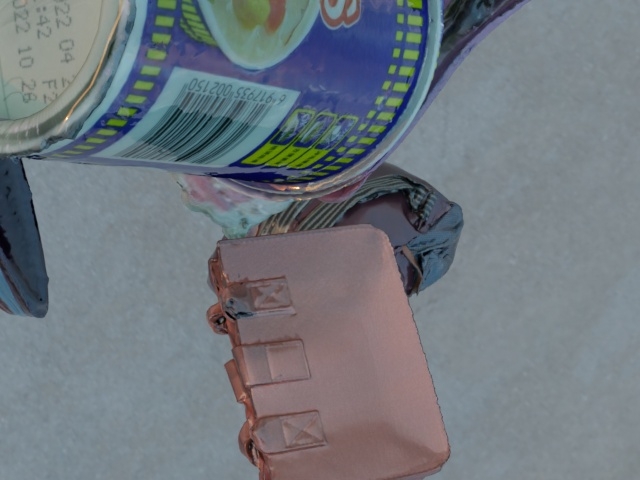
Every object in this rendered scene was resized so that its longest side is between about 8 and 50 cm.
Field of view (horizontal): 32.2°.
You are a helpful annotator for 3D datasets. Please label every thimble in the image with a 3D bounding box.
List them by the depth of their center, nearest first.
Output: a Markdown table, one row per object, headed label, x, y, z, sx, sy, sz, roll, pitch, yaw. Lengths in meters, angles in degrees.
| label | x | y | z | sx | sy | sz | roll | pitch | yaw |
| --- | --- | --- | --- | --- | --- | --- | --- | --- | --- |
| thimble | -0.081 | -0.118 | 1.102 | 0.149 | 0.211 | 0.185 | -28 | 175 | 15 |

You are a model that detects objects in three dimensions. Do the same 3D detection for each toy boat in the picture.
| label | x | y | z | sx | sy | sz | roll | pitch | yaw |
| --- | --- | --- | --- | --- | --- | --- | --- | --- | --- |
| toy boat | -0.406 | -0.054 | 1.363 | 0.136 | 0.079 | 0.392 | -38 | 134 | -37 |

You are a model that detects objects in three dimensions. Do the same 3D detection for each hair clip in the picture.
| label | x | y | z | sx | sy | sz | roll | pitch | yaw |
| --- | --- | --- | --- | --- | --- | --- | --- | --- | --- |
| hair clip | 0.091 | -0.170 | 0.913 | 0.359 | 0.110 | 0.095 | -45 | 171 | 33 |

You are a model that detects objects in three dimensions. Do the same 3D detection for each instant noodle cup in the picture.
| label | x | y | z | sx | sy | sz | roll | pitch | yaw |
| --- | --- | --- | --- | --- | --- | --- | --- | --- | --- |
| instant noodle cup | -0.105 | -0.154 | 0.737 | 0.312 | 0.284 | 0.284 | -12 | 130 | -60 |

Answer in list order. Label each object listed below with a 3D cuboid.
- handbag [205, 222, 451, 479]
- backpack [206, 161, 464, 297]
| label | x | y | z | sx | sy | sz | roll | pitch | yaw |
| --- | --- | --- | --- | --- | --- | --- | --- | --- | --- |
| handbag | 0.001 | 0.096 | 0.864 | 0.157 | 0.212 | 0.059 | -7 | 157 | -21 |
| backpack | 0.000 | 0.000 | 1.468 | 0.317 | 0.283 | 0.197 | -37 | 146 | -37 |
